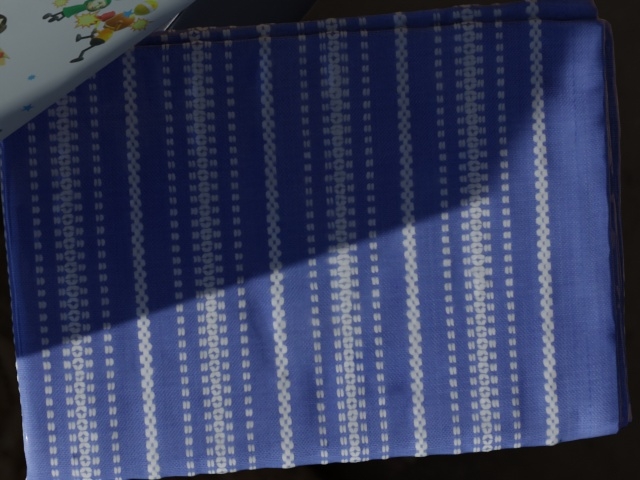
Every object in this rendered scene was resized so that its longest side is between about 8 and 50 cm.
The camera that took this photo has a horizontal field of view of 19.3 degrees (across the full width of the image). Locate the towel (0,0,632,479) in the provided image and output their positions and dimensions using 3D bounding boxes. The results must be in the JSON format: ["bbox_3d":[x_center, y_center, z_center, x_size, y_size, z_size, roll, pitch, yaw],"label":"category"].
[{"bbox_3d":[0.000,0.000,1.019,0.336,0.040,0.243,-4,95,-3],"label":"towel"}]

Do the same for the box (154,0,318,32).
[{"bbox_3d":[-0.095,-0.195,1.628,0.093,0.156,0.158,43,167,-22],"label":"box"}]

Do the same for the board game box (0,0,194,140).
[{"bbox_3d":[-0.212,-0.130,0.831,0.303,0.224,0.097,-33,152,25],"label":"board game box"}]
